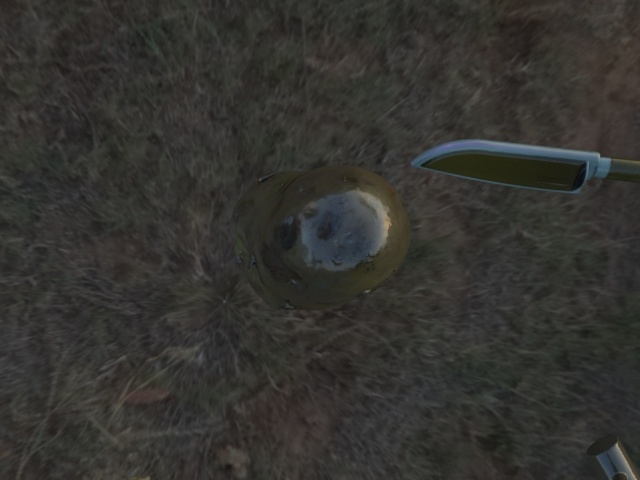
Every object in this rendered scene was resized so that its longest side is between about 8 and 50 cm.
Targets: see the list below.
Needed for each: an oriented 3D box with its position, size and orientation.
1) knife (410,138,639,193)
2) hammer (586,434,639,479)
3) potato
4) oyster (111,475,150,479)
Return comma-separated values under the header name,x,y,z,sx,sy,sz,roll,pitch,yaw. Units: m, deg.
name,x,y,z,sx,sy,sz,roll,pitch,yaw
knife,0.265,-0.068,1.169,0.343,0.061,0.027,6,52,-5
hammer,0.156,0.133,0.555,0.019,0.110,0.035,-29,99,8
potato,0.000,0.000,1.201,0.165,0.262,0.165,2,86,-31
oyster,-0.185,0.282,0.979,0.163,0.081,0.191,-28,116,-42
